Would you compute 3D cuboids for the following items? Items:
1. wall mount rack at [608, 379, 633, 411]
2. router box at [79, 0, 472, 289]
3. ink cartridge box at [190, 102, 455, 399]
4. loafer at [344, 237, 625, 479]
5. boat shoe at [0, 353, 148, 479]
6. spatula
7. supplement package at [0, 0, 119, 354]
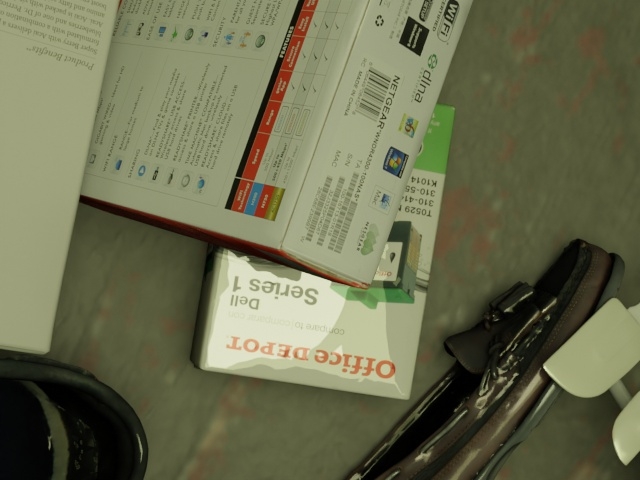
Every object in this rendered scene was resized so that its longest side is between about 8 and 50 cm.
[{"bbox_3d":[0.359,0.185,1.049,0.350,0.130,0.304,-19,96,-10],"label":"wall mount rack"},{"bbox_3d":[-0.039,-0.164,0.896,0.082,0.301,0.335,23,85,-43],"label":"router box"},{"bbox_3d":[0.000,0.000,1.000,0.160,0.092,0.219,9,87,-9],"label":"ink cartridge box"},{"bbox_3d":[0.113,0.116,1.015,0.095,0.109,0.302,34,86,-3],"label":"loafer"},{"bbox_3d":[-0.287,0.146,0.764,0.156,0.500,0.186,-8,86,32],"label":"boat shoe"},{"bbox_3d":[0.289,0.087,1.003,0.242,0.019,0.168,-38,88,-27],"label":"spatula"},{"bbox_3d":[-0.263,-0.089,0.889,0.178,0.175,0.292,14,86,-37],"label":"supplement package"}]
